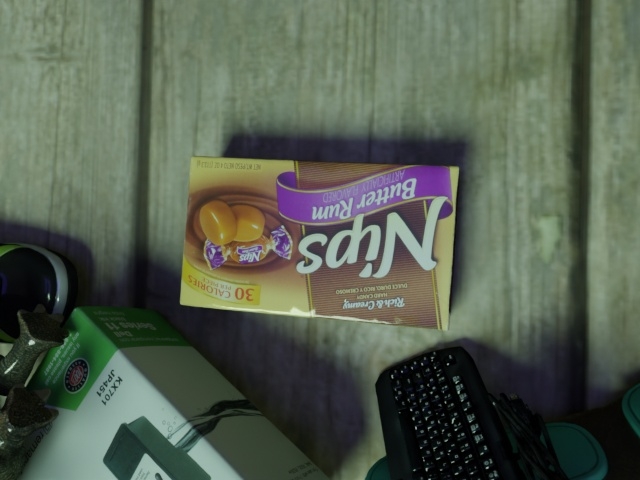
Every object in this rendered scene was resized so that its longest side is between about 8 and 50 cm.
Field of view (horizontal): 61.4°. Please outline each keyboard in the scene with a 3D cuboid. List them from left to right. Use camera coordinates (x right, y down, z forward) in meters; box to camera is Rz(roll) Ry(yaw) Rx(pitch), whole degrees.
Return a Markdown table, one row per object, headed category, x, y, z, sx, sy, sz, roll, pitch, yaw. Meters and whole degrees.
| category | x | y | z | sx | sy | sz | roll | pitch | yaw |
| --- | --- | --- | --- | --- | --- | --- | --- | --- | --- |
| keyboard | 0.083 | 0.120 | 0.302 | 0.100 | 0.192 | 0.038 | -22 | 119 | 8 |

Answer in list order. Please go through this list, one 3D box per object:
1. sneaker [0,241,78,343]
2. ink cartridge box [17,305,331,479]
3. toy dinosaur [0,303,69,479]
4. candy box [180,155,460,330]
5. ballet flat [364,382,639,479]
| category | x | y | z | sx | sy | sz | roll | pitch | yaw |
| --- | --- | --- | --- | --- | --- | --- | --- | --- | --- |
| sneaker | -0.310 | 0.041 | 0.417 | 0.235 | 0.097 | 0.084 | 2 | 89 | 11 |
| ink cartridge box | -0.111 | 0.165 | 0.358 | 0.208 | 0.087 | 0.153 | 35 | 94 | 25 |
| toy dinosaur | -0.230 | 0.133 | 0.320 | 0.160 | 0.121 | 0.313 | -48 | 59 | 25 |
| candy box | 0.000 | 0.000 | 0.384 | 0.187 | 0.053 | 0.109 | 5 | 89 | 12 |
| ballet flat | 0.196 | 0.159 | 0.323 | 0.343 | 0.116 | 0.124 | -21 | 105 | 10 |
